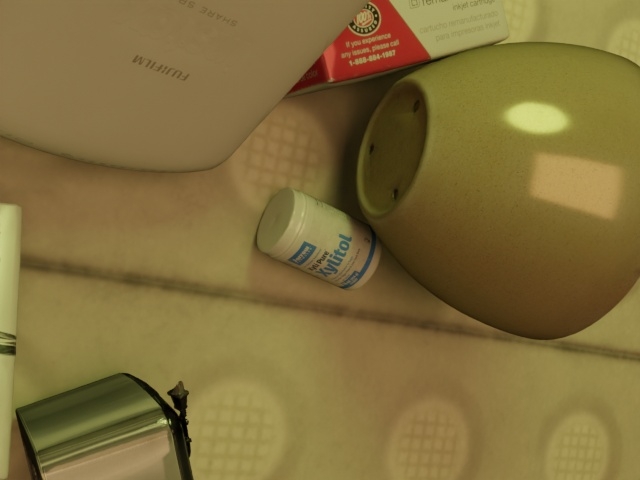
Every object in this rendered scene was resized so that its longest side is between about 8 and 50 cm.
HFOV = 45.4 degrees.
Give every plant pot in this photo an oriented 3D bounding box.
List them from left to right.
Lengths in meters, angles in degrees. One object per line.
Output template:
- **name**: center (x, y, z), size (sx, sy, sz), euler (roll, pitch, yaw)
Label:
- **plant pot**: center (0.145, -0.063, 0.711), size (0.190, 0.284, 0.284), euler (13, 85, -23)

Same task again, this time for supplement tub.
- **supplement tub**: center (0.000, 0.000, 0.745), size (0.107, 0.071, 0.071), euler (24, 80, -28)

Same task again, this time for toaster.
- **toaster**: center (-0.163, 0.197, 0.606), size (0.110, 0.168, 0.186), euler (-14, 99, -27)

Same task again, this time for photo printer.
- **photo printer**: center (-0.120, -0.172, 0.554), size (0.256, 0.307, 0.107), euler (13, 46, -43)

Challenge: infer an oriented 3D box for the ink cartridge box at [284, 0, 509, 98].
- **ink cartridge box**: center (0.029, -0.307, 0.717), size (0.226, 0.131, 0.306), euler (-20, 103, -27)

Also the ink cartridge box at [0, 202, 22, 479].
- **ink cartridge box**: center (-0.296, 0.071, 0.534), size (0.148, 0.086, 0.203), euler (7, 65, -30)
